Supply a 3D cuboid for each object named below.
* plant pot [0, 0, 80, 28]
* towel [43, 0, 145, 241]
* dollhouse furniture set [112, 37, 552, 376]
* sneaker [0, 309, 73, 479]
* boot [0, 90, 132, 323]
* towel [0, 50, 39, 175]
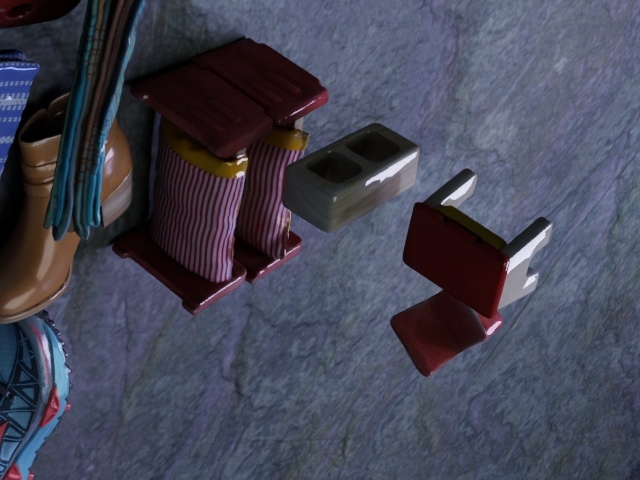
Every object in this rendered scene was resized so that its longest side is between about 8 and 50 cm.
[{"bbox_3d":[-0.267,-0.230,1.302,0.174,0.191,0.191,-15,135,-33],"label":"plant pot"},{"bbox_3d":[-0.135,-0.207,1.400,0.370,0.040,0.271,-86,-169,-55],"label":"towel"},{"bbox_3d":[0.000,0.000,1.712,0.152,0.374,0.201,-29,142,-39],"label":"dollhouse furniture set"},{"bbox_3d":[-0.311,0.166,1.744,0.125,0.104,0.262,-10,131,-45],"label":"sneaker"},{"bbox_3d":[-0.239,-0.035,1.650,0.197,0.073,0.152,-52,157,-26],"label":"boot"},{"bbox_3d":[-0.362,0.002,1.543,0.243,0.040,0.336,-14,132,-56],"label":"towel"}]
